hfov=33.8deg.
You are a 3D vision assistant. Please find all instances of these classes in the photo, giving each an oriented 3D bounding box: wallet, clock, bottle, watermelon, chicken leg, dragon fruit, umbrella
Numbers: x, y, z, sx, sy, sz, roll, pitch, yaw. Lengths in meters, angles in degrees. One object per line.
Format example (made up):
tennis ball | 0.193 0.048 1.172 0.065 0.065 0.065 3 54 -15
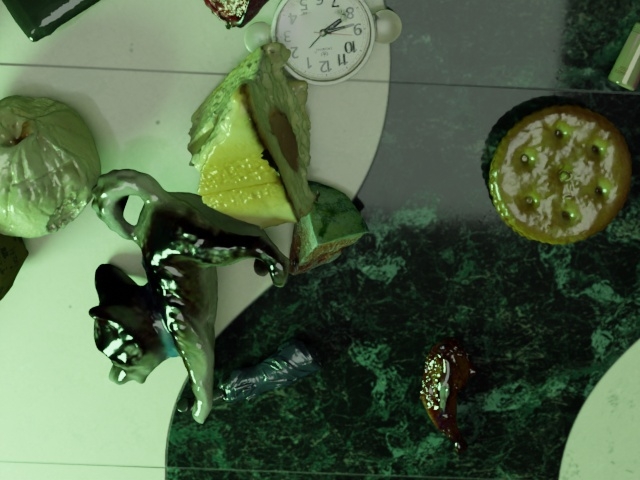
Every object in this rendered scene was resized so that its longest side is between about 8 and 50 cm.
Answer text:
wallet | -0.353 -0.409 1.499 0.245 0.052 0.168 -32 88 5
clock | 0.003 -0.306 1.538 0.229 0.063 0.156 -7 104 -1
bottle | 0.466 -0.274 1.561 0.045 0.045 0.096 20 105 -7
watermelon | 0.010 0.001 1.611 0.098 0.121 0.158 0 113 -23
chicken leg | 0.208 0.254 1.721 0.093 0.053 0.205 1 112 -16
dragon fruit | -0.107 -0.387 1.504 0.102 0.096 0.147 41 133 -2
umbrella | -0.115 0.224 1.704 0.248 0.071 0.071 -24 106 11

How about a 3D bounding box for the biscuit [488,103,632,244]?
biscuit | 0.364 -0.100 1.604 0.220 0.066 0.220 0 104 -2

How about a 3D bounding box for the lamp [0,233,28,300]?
lamp | -0.529 0.029 1.567 0.161 0.185 0.161 0 107 0

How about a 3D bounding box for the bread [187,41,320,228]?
bread | -0.066 -0.136 1.498 0.211 0.184 0.224 29 134 -17

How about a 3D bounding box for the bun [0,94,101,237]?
bun | -0.425 -0.120 1.520 0.220 0.134 0.220 2 67 -6

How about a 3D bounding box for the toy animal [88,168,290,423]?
toy animal | -0.244 0.071 1.581 0.302 0.194 0.344 26 108 -12
